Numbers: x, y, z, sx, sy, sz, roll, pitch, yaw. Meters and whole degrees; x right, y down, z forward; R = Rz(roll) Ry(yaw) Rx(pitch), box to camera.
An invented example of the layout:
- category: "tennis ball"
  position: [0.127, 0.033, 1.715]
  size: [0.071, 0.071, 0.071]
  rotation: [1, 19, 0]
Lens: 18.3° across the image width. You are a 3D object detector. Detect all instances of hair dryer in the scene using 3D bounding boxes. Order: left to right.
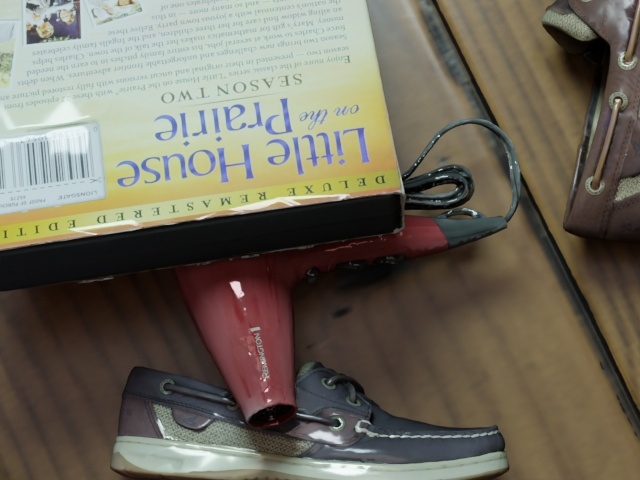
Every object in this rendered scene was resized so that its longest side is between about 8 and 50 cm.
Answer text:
- category: "hair dryer"
  position: [0.000, 0.000, 1.406]
  size: [0.223, 0.080, 0.293]
  rotation: [19, 64, 16]

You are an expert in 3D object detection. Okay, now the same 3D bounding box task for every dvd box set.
- category: "dvd box set"
  position: [-0.120, -0.175, 1.432]
  size: [0.307, 0.062, 0.420]
  rotation: [-9, 60, -1]

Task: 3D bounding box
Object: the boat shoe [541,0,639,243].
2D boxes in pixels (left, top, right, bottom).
- category: "boat shoe"
  position: [0.226, -0.165, 1.463]
  size: [0.123, 0.123, 0.342]
  rotation: [3, 85, 0]

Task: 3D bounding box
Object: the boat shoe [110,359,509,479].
- category: "boat shoe"
  position: [-0.008, 0.132, 1.417]
  size: [0.285, 0.103, 0.092]
  rotation: [0, 84, 7]
